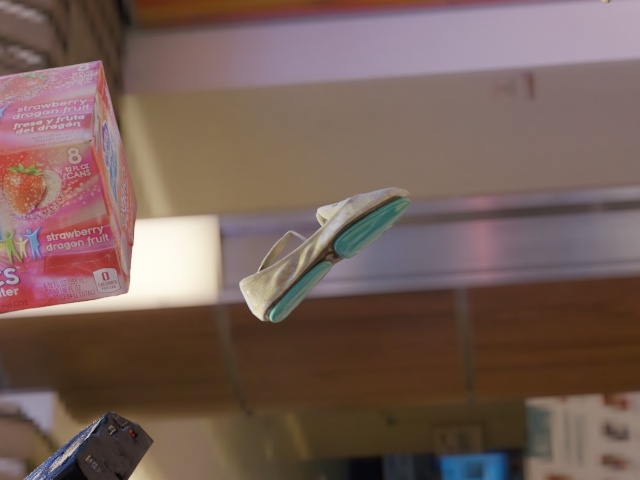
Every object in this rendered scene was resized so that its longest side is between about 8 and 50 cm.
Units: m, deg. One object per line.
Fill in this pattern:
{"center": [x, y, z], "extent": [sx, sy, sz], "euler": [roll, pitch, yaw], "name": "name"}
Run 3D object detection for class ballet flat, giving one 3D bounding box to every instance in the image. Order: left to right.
{"center": [0.000, 0.000, 1.609], "extent": [0.052, 0.168, 0.057], "euler": [49, 178, 23], "name": "ballet flat"}

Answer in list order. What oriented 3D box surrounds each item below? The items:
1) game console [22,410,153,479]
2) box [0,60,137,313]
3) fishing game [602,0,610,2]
{"center": [-0.221, 0.222, 1.109], "extent": [0.044, 0.213, 0.361], "euler": [49, -164, -4], "name": "game console"}
{"center": [-0.312, -0.033, 1.547], "extent": [0.142, 0.300, 0.154], "euler": [-93, -7, -57], "name": "box"}
{"center": [0.123, -0.284, 1.297], "extent": [0.264, 0.041, 0.189], "euler": [20, -107, -36], "name": "fishing game"}
